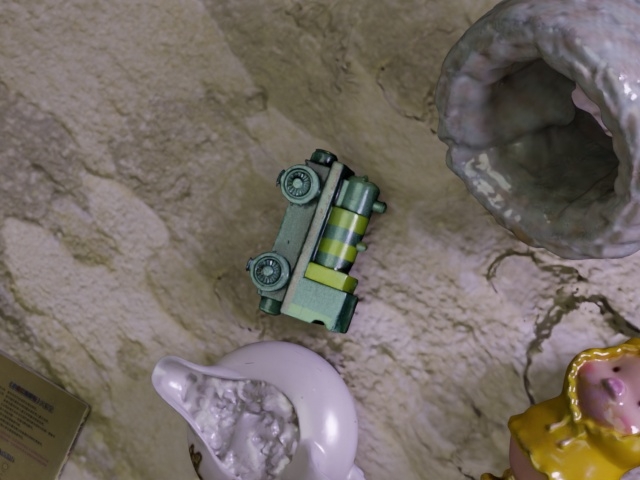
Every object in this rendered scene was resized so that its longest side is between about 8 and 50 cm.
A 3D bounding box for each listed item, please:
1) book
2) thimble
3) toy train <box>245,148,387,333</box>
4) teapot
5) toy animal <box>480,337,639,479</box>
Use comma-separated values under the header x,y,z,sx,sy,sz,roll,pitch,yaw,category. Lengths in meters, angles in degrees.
x,y,z,sx,sy,sz,roll,pitch,yaw,category
-0.393,0.259,1.886,0.168,0.013,0.192,27,94,26,book
0.262,-0.129,1.483,0.291,0.195,0.291,29,135,34,thimble
0.000,0.000,1.709,0.132,0.083,0.200,20,91,15,toy train
-0.051,0.218,1.664,0.298,0.139,0.204,26,91,26,teapot
0.275,0.207,1.519,0.230,0.156,0.156,-37,69,5,toy animal
